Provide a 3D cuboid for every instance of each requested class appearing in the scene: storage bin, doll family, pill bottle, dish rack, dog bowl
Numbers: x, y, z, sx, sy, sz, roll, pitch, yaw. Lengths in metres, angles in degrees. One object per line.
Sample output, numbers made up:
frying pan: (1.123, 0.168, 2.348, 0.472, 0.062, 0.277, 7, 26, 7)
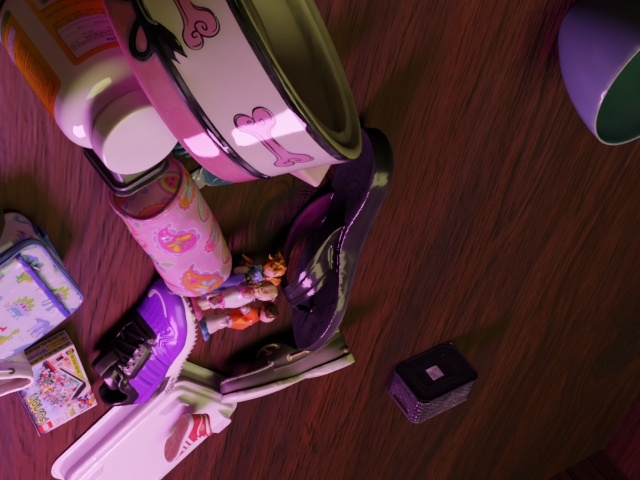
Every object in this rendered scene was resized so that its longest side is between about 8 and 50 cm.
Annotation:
storage bin: (-0.266, -0.142, 1.597, 0.098, 0.135, 0.091, -32, 140, -12)
doll family: (-0.135, 0.073, 2.019, 0.163, 0.118, 0.263, -15, 167, -6)
pill bottle: (-0.263, -0.193, 1.403, 0.136, 0.246, 0.136, -28, 149, -19)
storage bin: (0.261, 0.331, 2.828, 0.180, 0.122, 0.084, -21, 146, -30)
dish rack: (-0.317, 0.378, 2.303, 0.333, 0.072, 0.285, -42, 151, 7)
dog bowl: (-0.108, -0.246, 1.384, 0.150, 0.408, 0.408, -24, 153, 14)

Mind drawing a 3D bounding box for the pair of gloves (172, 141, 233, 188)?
pair of gloves: (-0.150, -0.141, 1.828, 0.159, 0.023, 0.198, -29, 150, -18)

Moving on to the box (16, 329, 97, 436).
box: (-0.444, 0.238, 2.001, 0.114, 0.036, 0.207, -29, 149, -17)

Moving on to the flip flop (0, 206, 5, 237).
flip flop: (-0.537, 0.031, 1.576, 0.277, 0.080, 0.112, -43, 126, -23)

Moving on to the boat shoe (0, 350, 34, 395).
boat shoe: (-0.560, 0.232, 1.802, 0.277, 0.096, 0.098, -25, 148, -24)

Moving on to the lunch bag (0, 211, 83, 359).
lunch bag: (-0.443, 0.067, 1.720, 0.176, 0.090, 0.219, -36, 151, -11)

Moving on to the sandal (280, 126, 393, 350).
sandal: (0.000, -0.003, 2.078, 0.107, 0.167, 0.446, 2, 125, -24)

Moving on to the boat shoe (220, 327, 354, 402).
boat shoe: (-0.073, 0.241, 2.366, 0.305, 0.091, 0.109, -15, 175, -34)

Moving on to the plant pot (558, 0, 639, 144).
plant pot: (0.536, -0.341, 2.144, 0.290, 0.195, 0.290, -28, 148, -19)

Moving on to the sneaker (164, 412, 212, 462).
sneaker: (-0.243, 0.366, 2.251, 0.067, 0.042, 0.118, -1, 132, -42)

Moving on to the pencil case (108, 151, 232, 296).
pencil case: (-0.221, -0.021, 1.815, 0.124, 0.124, 0.284, -36, 150, -6)

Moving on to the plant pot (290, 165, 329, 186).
plant pot: (-0.039, -0.163, 1.824, 0.096, 0.109, 0.109, 32, 89, -49)

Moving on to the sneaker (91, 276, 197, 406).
sneaker: (-0.304, 0.185, 2.019, 0.146, 0.102, 0.293, -16, 143, -34)
